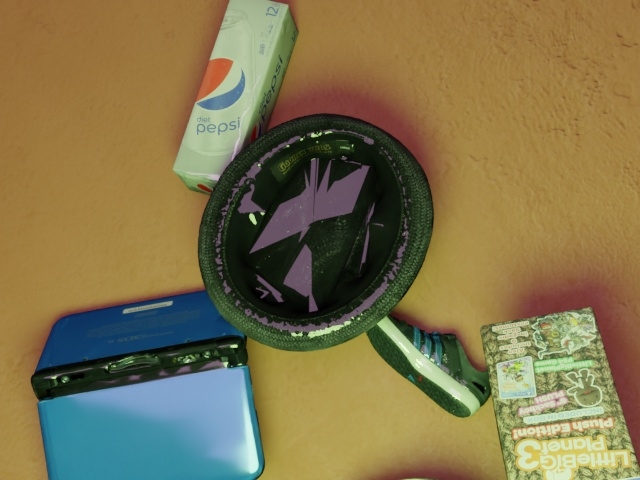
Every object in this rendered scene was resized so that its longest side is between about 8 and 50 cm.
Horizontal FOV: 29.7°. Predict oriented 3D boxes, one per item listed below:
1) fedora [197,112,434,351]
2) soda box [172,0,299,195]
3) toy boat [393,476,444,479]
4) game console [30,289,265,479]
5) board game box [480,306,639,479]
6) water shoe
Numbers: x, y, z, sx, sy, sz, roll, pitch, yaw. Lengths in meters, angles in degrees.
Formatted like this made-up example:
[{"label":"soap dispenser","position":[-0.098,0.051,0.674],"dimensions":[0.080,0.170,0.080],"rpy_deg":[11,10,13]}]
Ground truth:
[{"label":"fedora","position":[0.000,0.000,1.649],"dimensions":[0.334,0.152,0.334],"rpy_deg":[-2,75,8]},{"label":"soda box","position":[-0.121,-0.208,1.753],"dimensions":[0.091,0.098,0.286],"rpy_deg":[15,78,12]},{"label":"toy boat","position":[0.128,0.454,1.482],"dimensions":[0.267,0.148,0.318],"rpy_deg":[-19,83,34]},{"label":"game console","position":[-0.227,0.209,1.652],"dimensions":[0.293,0.250,0.173],"rpy_deg":[-10,116,5]},{"label":"board game box","position":[0.290,0.268,1.432],"dimensions":[0.141,0.232,0.291],"rpy_deg":[-10,40,6]},{"label":"water shoe","position":[0.147,0.154,1.640],"dimensions":[0.203,0.073,0.080],"rpy_deg":[43,63,12]}]
